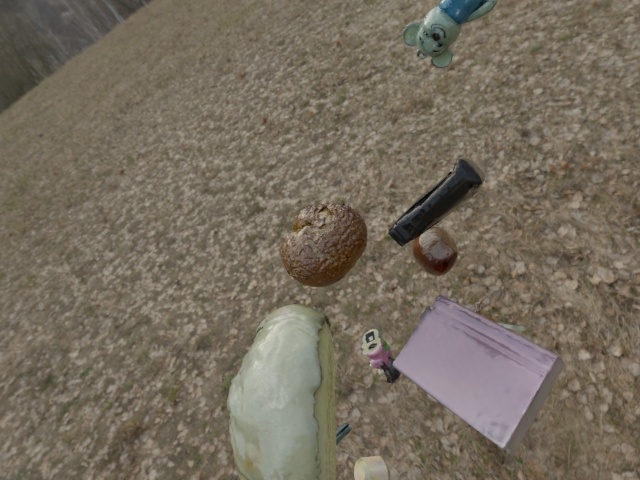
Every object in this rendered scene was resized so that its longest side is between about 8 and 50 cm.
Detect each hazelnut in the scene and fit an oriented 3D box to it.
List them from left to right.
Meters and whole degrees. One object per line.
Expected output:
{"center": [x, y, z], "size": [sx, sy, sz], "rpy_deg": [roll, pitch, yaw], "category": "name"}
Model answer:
{"center": [0.353, 0.037, 1.301], "size": [0.143, 0.143, 0.154], "rpy_deg": [-30, 65, 2], "category": "hazelnut"}

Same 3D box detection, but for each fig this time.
{"center": [0.675, 0.335, 1.751], "size": [0.133, 0.146, 0.201], "rpy_deg": [-19, 65, 28], "category": "fig"}

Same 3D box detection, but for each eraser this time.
{"center": [0.418, 0.347, 1.143], "size": [0.359, 0.122, 0.272], "rpy_deg": [27, 81, 45], "category": "eraser"}

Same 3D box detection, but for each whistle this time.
{"center": [0.251, -0.429, 0.750], "size": [0.236, 0.114, 0.077], "rpy_deg": [-49, 7, 46], "category": "whistle"}

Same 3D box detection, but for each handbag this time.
{"center": [0.272, -0.085, 0.944], "size": [0.223, 0.080, 0.247], "rpy_deg": [-47, -9, 24], "category": "handbag"}

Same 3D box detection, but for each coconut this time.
{"center": [0.192, 0.837, 1.489], "size": [0.122, 0.116, 0.116], "rpy_deg": [8, 38, -19], "category": "coconut"}

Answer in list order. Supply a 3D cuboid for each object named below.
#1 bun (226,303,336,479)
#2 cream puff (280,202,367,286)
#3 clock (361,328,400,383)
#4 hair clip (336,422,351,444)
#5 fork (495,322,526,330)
{"center": [-0.050, 0.236, 0.564], "size": [0.146, 0.287, 0.287], "rpy_deg": [-3, 46, 5], "category": "bun"}
{"center": [0.000, 0.000, 1.316], "size": [0.303, 0.212, 0.303], "rpy_deg": [-31, 32, 22], "category": "cream puff"}
{"center": [0.269, 0.508, 1.816], "size": [0.100, 0.195, 0.194], "rpy_deg": [-31, 13, 11], "category": "clock"}
{"center": [0.001, 0.378, 0.663], "size": [0.070, 0.039, 0.229], "rpy_deg": [21, 33, 10], "category": "hair clip"}
{"center": [0.685, 0.325, 1.624], "size": [0.219, 0.028, 0.034], "rpy_deg": [2, 80, 36], "category": "fork"}
